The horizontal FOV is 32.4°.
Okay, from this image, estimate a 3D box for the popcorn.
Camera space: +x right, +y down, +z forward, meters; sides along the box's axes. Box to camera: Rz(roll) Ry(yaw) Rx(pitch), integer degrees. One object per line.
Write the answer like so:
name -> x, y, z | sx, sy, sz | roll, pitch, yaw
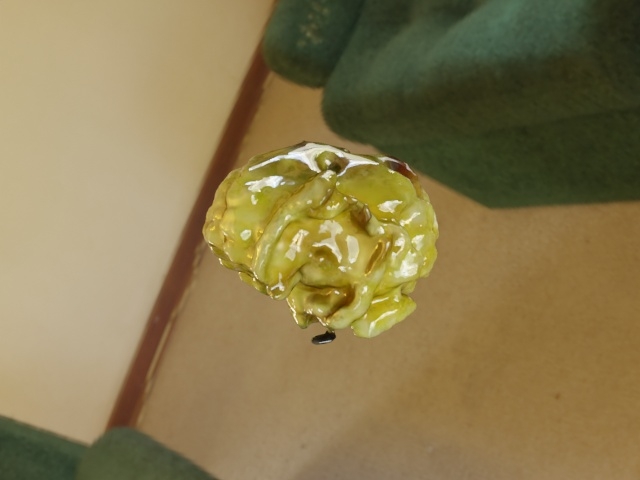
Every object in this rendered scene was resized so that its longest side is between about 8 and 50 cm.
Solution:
popcorn -> 0.003, -0.001, 1.008 | 0.189, 0.218, 0.169 | -121, 33, -67
